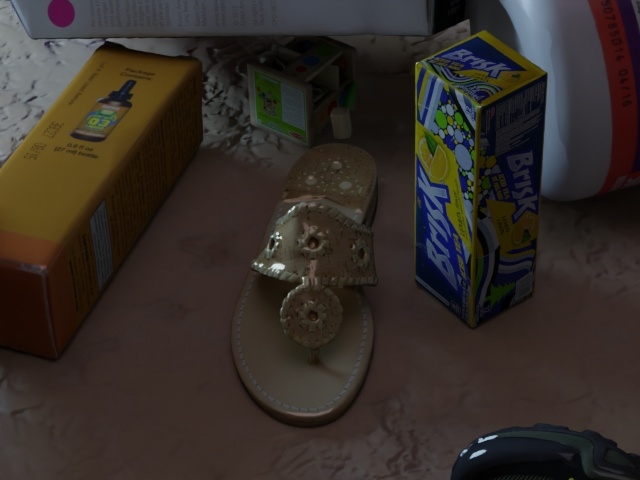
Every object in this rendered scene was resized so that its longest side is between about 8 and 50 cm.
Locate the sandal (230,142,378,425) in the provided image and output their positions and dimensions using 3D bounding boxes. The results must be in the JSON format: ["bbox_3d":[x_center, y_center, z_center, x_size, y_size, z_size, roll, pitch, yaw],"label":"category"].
[{"bbox_3d":[-0.007,0.000,1.123,0.088,0.079,0.240,3,40,7],"label":"sandal"}]

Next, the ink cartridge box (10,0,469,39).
[{"bbox_3d":[-0.075,-0.181,1.283,0.371,0.069,0.176,4,15,19],"label":"ink cartridge box"}]

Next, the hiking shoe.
[{"bbox_3d":[0.139,0.174,0.901,0.227,0.086,0.114,31,47,32],"label":"hiking shoe"}]

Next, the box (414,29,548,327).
[{"bbox_3d":[0.093,-0.034,1.087,0.054,0.169,0.059,-26,46,-26],"label":"box"}]

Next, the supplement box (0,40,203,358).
[{"bbox_3d":[-0.152,-0.032,1.174,0.078,0.080,0.233,12,44,17],"label":"supplement box"}]

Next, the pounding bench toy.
[{"bbox_3d":[0.003,-0.103,1.265,0.083,0.052,0.065,25,47,29],"label":"pounding bench toy"}]

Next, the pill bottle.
[{"bbox_3d":[0.270,-0.145,1.191,0.323,0.181,0.181,-14,41,-9],"label":"pill bottle"}]
